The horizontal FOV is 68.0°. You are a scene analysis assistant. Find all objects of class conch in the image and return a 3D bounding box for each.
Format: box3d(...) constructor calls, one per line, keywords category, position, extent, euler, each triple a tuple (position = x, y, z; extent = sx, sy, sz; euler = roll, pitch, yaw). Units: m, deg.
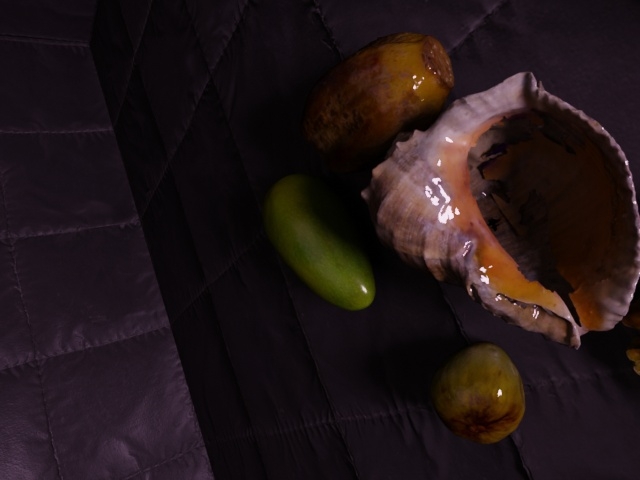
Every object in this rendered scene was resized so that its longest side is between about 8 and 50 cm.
box3d(category="conch", position=(0.237, -0.049, 0.607), extent=(0.352, 0.210, 0.297), euler=(42, 132, 13))

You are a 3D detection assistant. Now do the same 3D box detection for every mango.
box3d(category="mango", position=(0.000, 0.000, 0.961), extent=(0.343, 0.156, 0.192), euler=(51, 144, 27))

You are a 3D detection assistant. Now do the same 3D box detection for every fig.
box3d(category="fig", position=(0.240, 0.234, 0.723), extent=(0.136, 0.121, 0.153), euler=(28, 106, 3))

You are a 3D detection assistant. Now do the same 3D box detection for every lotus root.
box3d(category="lotus root", position=(0.093, -0.225, 0.770), extent=(0.291, 0.193, 0.193), euler=(-26, 78, 59))

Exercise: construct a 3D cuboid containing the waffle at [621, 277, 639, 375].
box3d(category="waffle", position=(0.457, 0.079, 0.440), extent=(0.325, 0.068, 0.302), euler=(39, 128, 40))
